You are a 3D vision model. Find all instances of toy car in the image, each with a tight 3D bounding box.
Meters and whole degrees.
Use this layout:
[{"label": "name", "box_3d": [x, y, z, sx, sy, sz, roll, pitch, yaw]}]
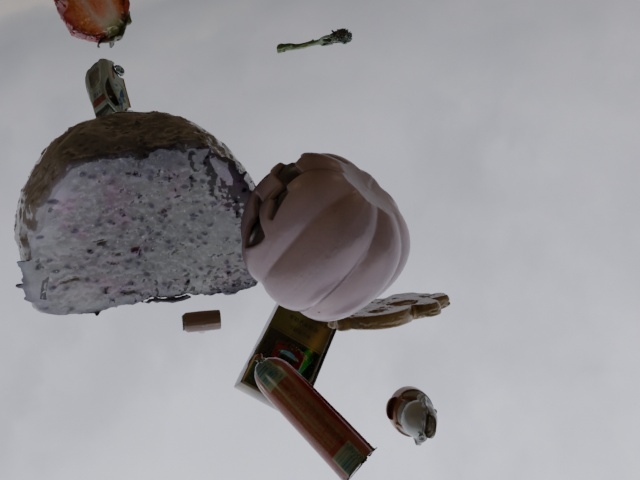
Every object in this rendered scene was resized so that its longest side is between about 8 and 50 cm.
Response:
[{"label": "toy car", "box_3d": [-0.465, -0.303, 1.142, 0.095, 0.204, 0.056, -26, 165, 27]}]

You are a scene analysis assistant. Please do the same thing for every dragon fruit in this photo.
[{"label": "dragon fruit", "box_3d": [-0.218, -0.053, 0.636, 0.283, 0.221, 0.204, -9, -143, -22]}]

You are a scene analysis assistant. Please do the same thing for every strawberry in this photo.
[{"label": "strawberry", "box_3d": [-0.431, -0.438, 0.934, 0.082, 0.187, 0.146, -3, -135, 30]}]

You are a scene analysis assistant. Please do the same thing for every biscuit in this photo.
[{"label": "biscuit", "box_3d": [0.131, 0.136, 0.974, 0.184, 0.035, 0.249, -6, -178, 45]}]

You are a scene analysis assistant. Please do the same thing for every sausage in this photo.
[{"label": "sausage", "box_3d": [-0.024, 0.285, 0.879, 0.083, 0.083, 0.264, -33, -119, -31]}]

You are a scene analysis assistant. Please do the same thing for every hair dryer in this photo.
[{"label": "hair dryer", "box_3d": [-0.376, 0.266, 1.626, 0.117, 0.181, 0.064, -4, -110, -17]}]

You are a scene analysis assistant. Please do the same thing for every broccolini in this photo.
[{"label": "broccolini", "box_3d": [-0.024, -0.611, 1.573, 0.255, 0.057, 0.071, 5, 179, 26]}]

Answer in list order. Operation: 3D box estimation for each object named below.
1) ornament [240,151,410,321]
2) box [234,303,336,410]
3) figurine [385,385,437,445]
[{"label": "ornament", "box_3d": [0.000, 0.000, 0.552, 0.178, 0.177, 0.177, -8, -148, 5]}, {"label": "box", "box_3d": [-0.077, 0.269, 1.215, 0.159, 0.071, 0.240, 32, -124, -10]}, {"label": "figurine", "box_3d": [0.272, 0.492, 1.450, 0.143, 0.143, 0.271, -25, -172, -21]}]
